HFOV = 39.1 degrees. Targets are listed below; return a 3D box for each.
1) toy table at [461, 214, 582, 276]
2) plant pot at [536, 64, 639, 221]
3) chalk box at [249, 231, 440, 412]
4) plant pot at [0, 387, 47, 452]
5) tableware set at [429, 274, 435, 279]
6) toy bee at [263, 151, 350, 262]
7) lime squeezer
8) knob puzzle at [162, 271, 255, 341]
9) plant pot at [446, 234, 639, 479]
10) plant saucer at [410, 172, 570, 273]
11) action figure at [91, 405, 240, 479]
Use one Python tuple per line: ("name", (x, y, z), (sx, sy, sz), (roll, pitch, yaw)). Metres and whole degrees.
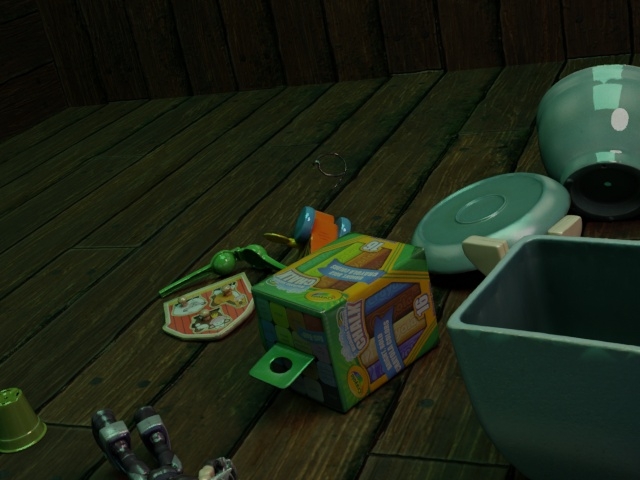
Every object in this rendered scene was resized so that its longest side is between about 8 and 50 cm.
("toy table", (0.343, 0.081, 1.380), (0.274, 0.161, 0.252), (2, 27, 32))
("plant pot", (0.558, -0.162, 1.737), (0.292, 0.293, 0.196), (-2, 52, 23))
("chalk box", (0.018, 0.131, 1.395), (0.289, 0.179, 0.180), (-29, 28, -35))
("plant pot", (-0.487, 0.280, 1.428), (0.083, 0.079, 0.083), (-11, 22, 4))
("tableware set", (0.199, 0.046, 1.709), (0.154, 0.024, 0.104), (-6, 21, 17))
("toy bee", (0.000, 0.000, 1.769), (0.195, 0.162, 0.298), (33, 50, 1))
("lime squeezer", (-0.171, 0.062, 1.833), (0.310, 0.059, 0.110), (-7, 56, 11))
("knob puzzle", (-0.206, 0.126, 1.684), (0.213, 0.030, 0.213), (-13, 27, 7))
("plant pot", (0.328, 0.162, 1.079), (0.247, 0.252, 0.248), (4, 28, 35))
("plant saucer", (0.306, -0.045, 1.681), (0.317, 0.044, 0.318), (-23, 21, 10))
("action figure", (-0.210, 0.318, 1.194), (0.185, 0.099, 0.285), (-14, 26, -24))
